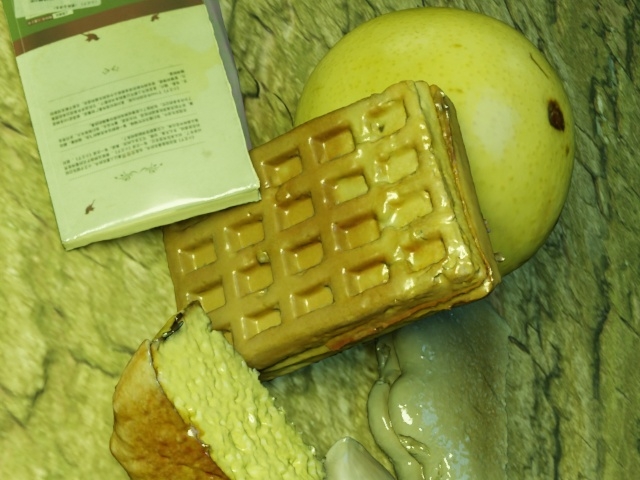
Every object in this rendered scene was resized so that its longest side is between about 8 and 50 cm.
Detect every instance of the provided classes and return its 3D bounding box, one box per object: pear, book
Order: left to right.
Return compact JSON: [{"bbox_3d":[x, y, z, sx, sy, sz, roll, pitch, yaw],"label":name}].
[{"bbox_3d":[-0.190,-0.151,1.070,0.026,0.201,0.289,93,-18,-77],"label":"book"},{"bbox_3d":[0.129,-0.108,1.276,0.348,0.348,0.348,28,49,-38],"label":"pear"}]

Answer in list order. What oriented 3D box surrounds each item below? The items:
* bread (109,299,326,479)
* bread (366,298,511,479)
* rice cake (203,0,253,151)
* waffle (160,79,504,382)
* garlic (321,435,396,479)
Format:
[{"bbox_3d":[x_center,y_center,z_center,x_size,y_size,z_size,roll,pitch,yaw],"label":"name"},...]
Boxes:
[{"bbox_3d":[-0.106,0.189,0.990,0.260,0.134,0.129,57,26,-16],"label":"bread"},{"bbox_3d":[0.142,0.185,1.310,0.183,0.102,0.337,38,43,-30],"label":"bread"},{"bbox_3d":[-0.145,-0.197,1.243,0.106,0.050,0.298,3,66,-48],"label":"rice cake"},{"bbox_3d":[0.000,0.000,1.064,0.098,0.327,0.224,16,56,-54],"label":"waffle"},{"bbox_3d":[0.059,0.357,1.099,0.318,0.112,0.143,69,16,10],"label":"garlic"}]
